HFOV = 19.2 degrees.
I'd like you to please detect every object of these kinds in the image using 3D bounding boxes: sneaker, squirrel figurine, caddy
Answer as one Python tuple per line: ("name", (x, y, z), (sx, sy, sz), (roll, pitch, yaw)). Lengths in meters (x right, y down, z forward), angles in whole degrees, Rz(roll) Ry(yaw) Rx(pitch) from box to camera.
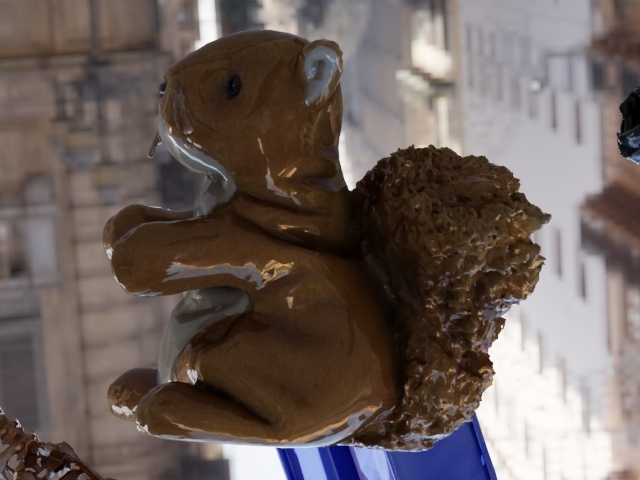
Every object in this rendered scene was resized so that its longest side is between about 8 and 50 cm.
("sneaker", (0.277, -0.058, 1.502), (0.084, 0.152, 0.058), (19, 139, -32))
("squirrel figurine", (0.000, 0.000, 1.730), (0.396, 0.371, 0.281), (5, 177, -4))
("caddy", (0.083, 0.233, 2.216), (0.179, 0.341, 0.241), (-27, -166, -36))

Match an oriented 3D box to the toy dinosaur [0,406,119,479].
("toy dinosaur", (-0.166, 0.236, 1.412), (0.164, 0.322, 0.218), (-13, 165, -31))
